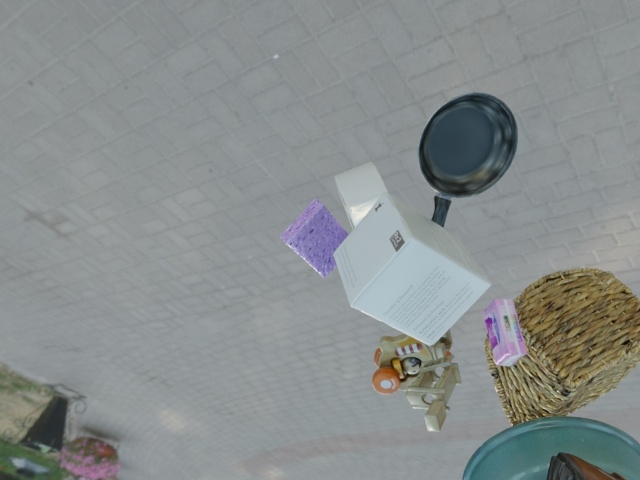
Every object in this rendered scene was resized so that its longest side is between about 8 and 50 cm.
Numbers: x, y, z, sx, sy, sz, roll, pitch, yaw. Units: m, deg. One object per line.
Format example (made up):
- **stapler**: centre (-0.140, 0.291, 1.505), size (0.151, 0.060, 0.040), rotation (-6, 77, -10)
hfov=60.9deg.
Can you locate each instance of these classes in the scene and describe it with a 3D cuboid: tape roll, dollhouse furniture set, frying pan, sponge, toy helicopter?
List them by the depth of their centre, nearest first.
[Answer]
- **frying pan**: centre (0.274, -0.118, 1.038), size (0.197, 0.053, 0.326), rotation (-8, 116, -9)
- **sponge**: centre (0.000, 0.000, 1.245), size (0.031, 0.117, 0.210), rotation (40, 176, 34)
- **dollhouse furniture set**: centre (0.238, 0.310, 1.253), size (0.101, 0.182, 0.161), rotation (-5, 109, 32)
- **tape roll**: centre (0.127, -0.042, 1.317), size (0.100, 0.286, 0.286), rotation (-21, 138, 2)
- **toy helicopter**: centre (0.293, 0.303, 1.601), size (0.234, 0.140, 0.355), rotation (11, 117, 4)

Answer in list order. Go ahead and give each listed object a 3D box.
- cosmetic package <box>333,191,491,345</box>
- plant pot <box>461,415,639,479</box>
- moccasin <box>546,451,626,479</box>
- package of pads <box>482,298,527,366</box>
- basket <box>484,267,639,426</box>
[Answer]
- **cosmetic package**: centre (0.146, 0.047, 0.907), size (0.183, 0.151, 0.151), rotation (29, 112, -25)
- **plant pot**: centre (0.425, 0.529, 0.871), size (0.340, 0.334, 0.341), rotation (2, 116, 4)
- **moccasin**: centre (0.373, 0.348, 0.624), size (0.146, 0.139, 0.380), rotation (10, 173, -1)
- **package of pads**: centre (0.254, 0.127, 0.753), size (0.031, 0.083, 0.050), rotation (0, 149, -10)
- **basket**: centre (0.468, 0.207, 1.076), size (0.299, 0.213, 0.223), rotation (-17, 142, -24)
